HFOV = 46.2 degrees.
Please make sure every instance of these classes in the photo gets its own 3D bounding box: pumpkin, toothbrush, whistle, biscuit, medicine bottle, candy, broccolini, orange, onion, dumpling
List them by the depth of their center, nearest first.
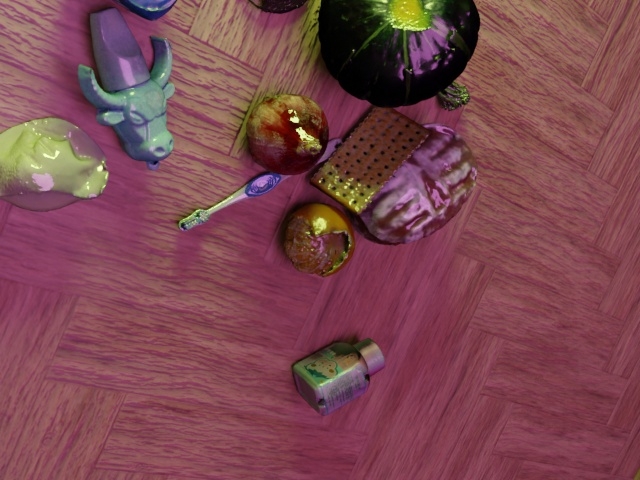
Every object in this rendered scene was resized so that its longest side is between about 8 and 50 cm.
[{"bbox_3d":[-0.444,-0.124,1.195,0.181,0.111,0.155,16,68,-44],"label":"dumpling"},{"bbox_3d":[-0.314,-0.243,1.238,0.186,0.093,0.274,-42,128,-46],"label":"whistle"},{"bbox_3d":[-0.049,-0.189,1.368,0.159,0.195,0.160,-7,109,-22],"label":"onion"},{"bbox_3d":[0.133,-0.387,1.400,0.295,0.295,0.296,-13,115,-29],"label":"pumpkin"},{"bbox_3d":[-0.108,-0.112,1.465,0.386,0.040,0.040,-30,122,-25],"label":"toothbrush"},{"bbox_3d":[0.099,-0.164,1.496,0.231,0.139,0.016,-49,157,-12],"label":"biscuit"},{"bbox_3d":[0.000,0.000,1.516,0.156,0.134,0.157,-5,99,-36],"label":"orange"},{"bbox_3d":[0.191,-0.115,1.554,0.289,0.157,0.214,-42,93,-6],"label":"candy"},{"bbox_3d":[0.225,-0.338,1.592,0.216,0.058,0.067,19,56,-30],"label":"broccolini"},{"bbox_3d":[0.047,0.293,1.667,0.187,0.119,0.095,-25,121,-23],"label":"medicine bottle"}]

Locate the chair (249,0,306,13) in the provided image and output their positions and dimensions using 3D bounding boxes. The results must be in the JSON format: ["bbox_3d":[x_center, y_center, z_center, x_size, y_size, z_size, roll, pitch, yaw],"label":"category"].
[{"bbox_3d":[-0.064,-0.512,1.301,0.174,0.149,0.213,-27,163,-26],"label":"chair"}]

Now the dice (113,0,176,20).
[{"bbox_3d":[-0.284,-0.433,1.146,0.146,0.146,0.143,28,94,-38],"label":"dice"}]
